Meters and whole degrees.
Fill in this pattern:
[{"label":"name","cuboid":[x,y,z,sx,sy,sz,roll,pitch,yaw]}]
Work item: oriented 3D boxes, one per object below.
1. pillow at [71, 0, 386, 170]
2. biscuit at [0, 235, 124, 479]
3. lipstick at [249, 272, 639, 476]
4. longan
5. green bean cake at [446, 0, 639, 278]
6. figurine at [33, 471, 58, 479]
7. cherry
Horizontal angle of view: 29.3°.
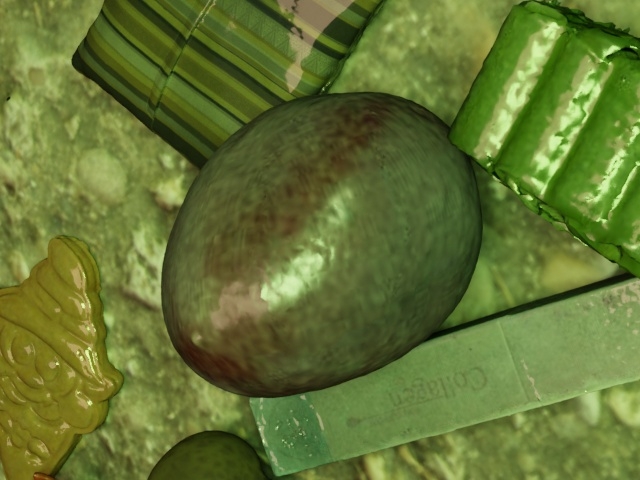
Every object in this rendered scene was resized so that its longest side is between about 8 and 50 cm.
[{"label":"pillow","cuboid":[-0.077,-0.160,0.913,0.208,0.052,0.212,39,115,16]},{"label":"biscuit","cuboid":[-0.243,0.116,1.066,0.162,0.035,0.250,23,110,30]},{"label":"lipstick","cuboid":[0.098,0.092,0.840,0.317,0.068,0.066,-21,86,31]},{"label":"longan","cuboid":[-0.085,0.203,0.951,0.113,0.092,0.113,-5,75,20]},{"label":"green bean cake","cuboid":[0.195,-0.044,0.683,0.200,0.214,0.113,36,108,23]},{"label":"figurine","cuboid":[-0.255,0.305,1.044,0.183,0.160,0.226,33,103,22]},{"label":"cherry","cuboid":[0.000,0.000,0.806,0.183,0.266,0.213,56,140,-4]}]
